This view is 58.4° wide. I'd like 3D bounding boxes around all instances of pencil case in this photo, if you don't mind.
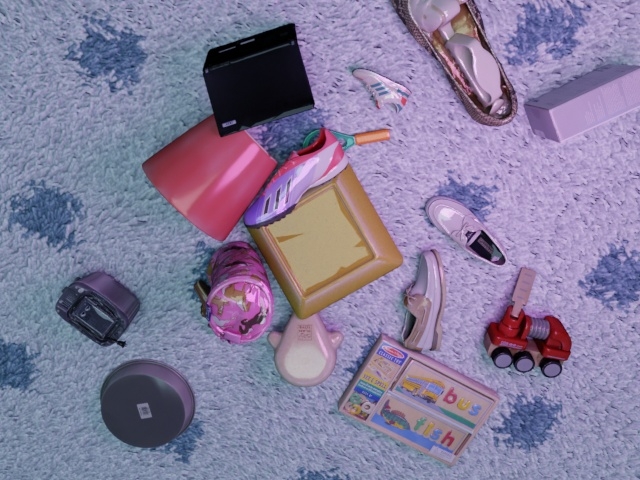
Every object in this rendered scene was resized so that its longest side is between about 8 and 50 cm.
[{"bbox_3d":[-0.209,0.118,1.439,0.167,0.386,0.160,-23,106,-4],"label":"pencil case"}]

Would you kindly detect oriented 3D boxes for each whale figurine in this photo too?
[{"bbox_3d":[-0.042,0.274,1.627,0.216,0.141,0.272,-2,82,1],"label":"whale figurine"}]

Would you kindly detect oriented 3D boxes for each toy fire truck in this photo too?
[{"bbox_3d":[0.590,0.225,1.595,0.216,0.159,0.247,11,116,-2],"label":"toy fire truck"}]

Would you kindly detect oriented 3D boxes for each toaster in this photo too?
[{"bbox_3d":[-0.598,0.187,1.580,0.227,0.146,0.129,39,104,-9],"label":"toaster"}]

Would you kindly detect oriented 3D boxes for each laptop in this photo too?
[{"bbox_3d":[-0.148,-0.392,1.370,0.234,0.264,0.137,-16,124,5],"label":"laptop"}]

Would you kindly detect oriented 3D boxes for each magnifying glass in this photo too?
[{"bbox_3d":[0.067,-0.259,1.507,0.230,0.026,0.092,-10,106,3],"label":"magnifying glass"}]

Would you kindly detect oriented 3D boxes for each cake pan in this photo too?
[{"bbox_3d":[-0.525,0.499,1.720,0.292,0.054,0.294,0,106,0],"label":"cake pan"}]

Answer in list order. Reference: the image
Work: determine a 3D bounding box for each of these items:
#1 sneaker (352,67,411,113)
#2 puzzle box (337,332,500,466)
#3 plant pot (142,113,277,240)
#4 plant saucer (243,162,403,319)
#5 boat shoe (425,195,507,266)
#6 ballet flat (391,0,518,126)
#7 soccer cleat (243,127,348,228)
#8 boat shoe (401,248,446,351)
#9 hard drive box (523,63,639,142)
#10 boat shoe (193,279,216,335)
[{"bbox_3d":[0.146,-0.378,1.453,0.161,0.057,0.076,22,100,-9],"label":"sneaker"},{"bbox_3d":[0.291,0.479,1.707,0.408,0.052,0.272,27,104,-7],"label":"puzzle box"},{"bbox_3d":[-0.258,-0.176,1.428,0.243,0.275,0.275,-45,101,2],"label":"plant pot"},{"bbox_3d":[0.000,0.000,1.512,0.332,0.081,0.333,-30,89,8],"label":"plant saucer"},{"bbox_3d":[0.396,-0.019,1.540,0.267,0.088,0.096,42,103,-11],"label":"boat shoe"},{"bbox_3d":[0.330,-0.477,1.358,0.164,0.182,0.483,-35,103,11],"label":"ballet flat"},{"bbox_3d":[-0.077,-0.154,1.434,0.318,0.108,0.116,-38,123,-8],"label":"soccer cleat"},{"bbox_3d":[0.282,0.173,1.585,0.103,0.113,0.303,-3,107,-4],"label":"boat shoe"},{"bbox_3d":[0.645,-0.337,1.397,0.232,0.181,0.089,-24,106,8],"label":"hard drive box"},{"bbox_3d":[-0.314,0.196,1.623,0.060,0.064,0.178,-27,107,6],"label":"boat shoe"}]
